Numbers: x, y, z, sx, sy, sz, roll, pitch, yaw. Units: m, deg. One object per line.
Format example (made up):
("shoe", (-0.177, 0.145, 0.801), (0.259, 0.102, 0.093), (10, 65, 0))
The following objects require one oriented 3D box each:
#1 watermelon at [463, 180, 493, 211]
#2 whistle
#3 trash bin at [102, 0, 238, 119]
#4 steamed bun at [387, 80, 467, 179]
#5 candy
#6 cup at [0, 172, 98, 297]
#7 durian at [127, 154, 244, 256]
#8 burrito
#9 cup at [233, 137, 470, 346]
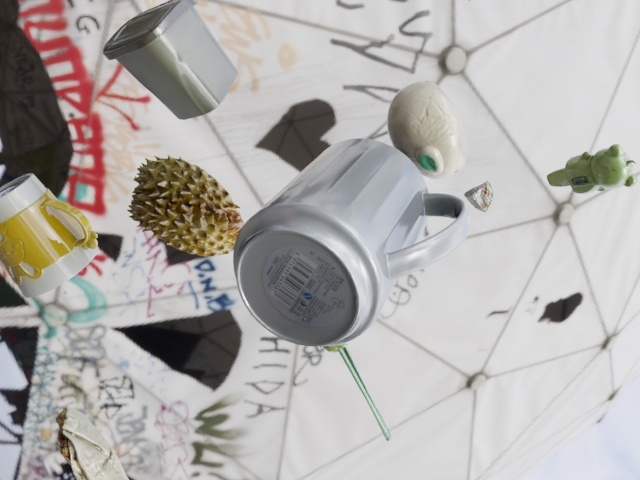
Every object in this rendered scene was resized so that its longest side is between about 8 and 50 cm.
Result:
("watermelon", (0.401, -0.115, 1.740), (0.085, 0.061, 0.085), (-5, -97, 41))
("whistle", (0.609, -0.153, 1.519), (0.105, 0.085, 0.227), (58, -28, -12))
("trash bin", (-0.353, -0.446, 1.656), (0.220, 0.219, 0.250), (-3, -39, 39))
("steamed bun", (0.230, -0.236, 1.508), (0.228, 0.131, 0.177), (63, -18, -15))
("candy", (0.084, 0.322, 1.607), (0.092, 0.093, 0.335), (-36, -114, 18))
("cup", (-0.585, -0.020, 1.419), (0.241, 0.185, 0.226), (-18, -64, 25))
("durian", (-0.282, -0.080, 1.389), (0.261, 0.154, 0.186), (10, -69, 12))
("burrito", (-0.442, 0.523, 1.413), (0.392, 0.076, 0.117), (58, 10, -4))
("cup", (0.063, 0.000, 1.063), (0.323, 0.327, 0.236), (1, -63, 23))
